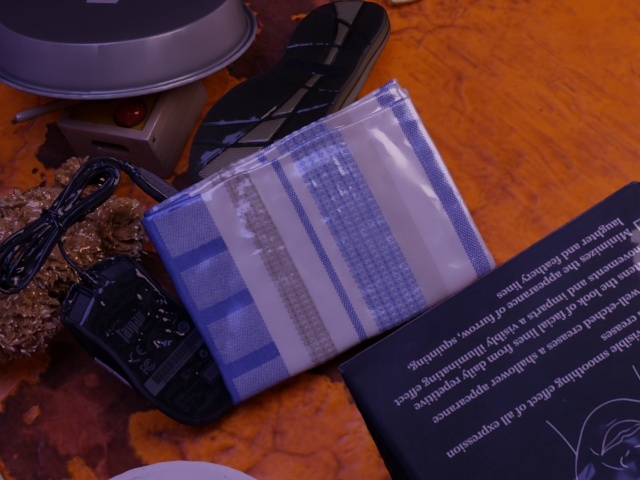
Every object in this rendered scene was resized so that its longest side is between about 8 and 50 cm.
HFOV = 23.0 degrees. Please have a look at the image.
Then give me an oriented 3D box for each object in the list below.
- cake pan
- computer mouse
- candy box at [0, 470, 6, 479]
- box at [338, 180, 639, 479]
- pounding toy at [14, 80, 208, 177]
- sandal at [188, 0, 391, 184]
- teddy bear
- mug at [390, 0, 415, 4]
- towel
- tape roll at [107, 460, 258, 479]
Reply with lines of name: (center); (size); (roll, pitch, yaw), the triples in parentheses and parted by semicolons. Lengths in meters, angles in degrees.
cake pan: (-0.214, -0.235, 1.650); (0.293, 0.054, 0.293); (-3, 32, 2)
computer mouse: (-0.164, 0.045, 1.487); (0.262, 0.060, 0.184); (37, 70, -3)
candy box: (-0.366, 0.297, 1.450); (0.206, 0.027, 0.105); (-36, 53, -8)
box: (0.249, 0.206, 1.215); (0.293, 0.212, 0.395); (-31, 55, -5)
pounding toy: (-0.216, -0.139, 1.637); (0.141, 0.100, 0.130); (11, 62, 22)
sandal: (-0.016, -0.133, 1.592); (0.120, 0.086, 0.303); (21, 51, 26)
teddy bear: (-0.328, 0.033, 1.557); (0.338, 0.113, 0.245); (-21, 53, 2)
mug: (0.088, -0.298, 1.684); (0.064, 0.078, 0.062); (-11, 23, 0)
towel: (0.000, 0.000, 1.467); (0.285, 0.034, 0.209); (-27, 85, -7)
tape roll: (-0.118, 0.333, 1.311); (0.286, 0.100, 0.286); (-8, 56, 12)
